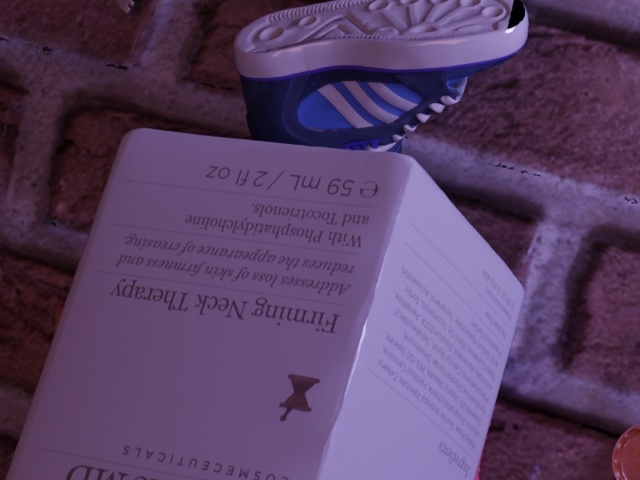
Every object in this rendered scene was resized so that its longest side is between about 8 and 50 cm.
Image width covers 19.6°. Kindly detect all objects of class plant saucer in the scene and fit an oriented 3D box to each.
[{"bbox_3d":[0.342,0.228,1.907,0.084,0.013,0.083,0,89,20],"label":"plant saucer"}]

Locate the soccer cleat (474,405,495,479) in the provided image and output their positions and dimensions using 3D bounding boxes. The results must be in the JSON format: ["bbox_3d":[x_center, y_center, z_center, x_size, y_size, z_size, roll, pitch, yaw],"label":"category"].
[{"bbox_3d":[0.140,0.222,1.961,0.095,0.083,0.248,26,93,-12],"label":"soccer cleat"}]

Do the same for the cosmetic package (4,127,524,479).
[{"bbox_3d":[-0.041,0.144,1.804,0.329,0.327,0.393,7,70,29],"label":"cosmetic package"}]

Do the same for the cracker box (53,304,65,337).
[{"bbox_3d":[-0.209,0.146,2.003,0.067,0.232,0.155,6,91,22],"label":"cracker box"}]

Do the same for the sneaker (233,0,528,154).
[{"bbox_3d":[0.080,-0.134,1.942,0.323,0.130,0.236,-5,128,20],"label":"sneaker"}]

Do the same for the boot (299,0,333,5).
[{"bbox_3d":[0.095,-0.335,1.993,0.248,0.090,0.206,9,80,22],"label":"boot"}]

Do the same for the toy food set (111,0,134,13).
[{"bbox_3d":[-0.199,-0.368,2.120,0.132,0.038,0.192,43,109,24],"label":"toy food set"}]
